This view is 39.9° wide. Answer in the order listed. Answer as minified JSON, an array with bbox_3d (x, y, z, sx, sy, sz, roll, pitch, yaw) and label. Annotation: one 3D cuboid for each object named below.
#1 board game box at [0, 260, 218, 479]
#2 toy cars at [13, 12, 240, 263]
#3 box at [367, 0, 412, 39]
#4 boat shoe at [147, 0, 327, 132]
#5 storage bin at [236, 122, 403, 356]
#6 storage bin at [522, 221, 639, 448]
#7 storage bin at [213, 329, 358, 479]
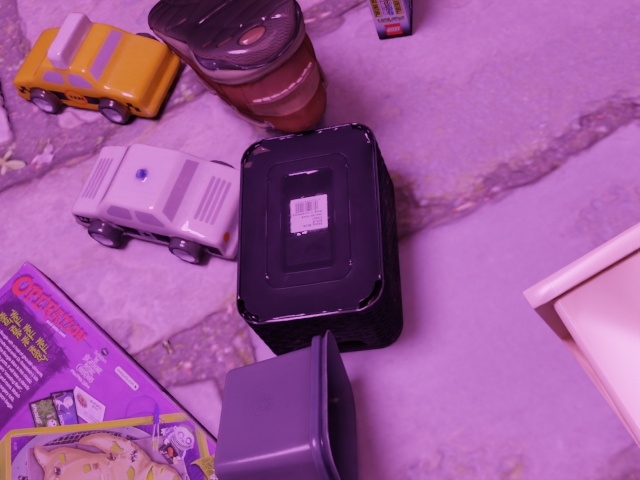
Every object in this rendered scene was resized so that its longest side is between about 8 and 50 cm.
[{"bbox_3d":[-0.220,0.189,0.750,0.347,0.056,0.208,37,82,30],"label":"board game box"},{"bbox_3d":[-0.206,-0.122,0.892,0.176,0.087,0.393,-33,57,-1],"label":"toy cars"},{"bbox_3d":[0.067,-0.323,0.901,0.036,0.114,0.207,-5,61,15],"label":"box"},{"bbox_3d":[-0.081,-0.186,0.859,0.123,0.120,0.324,-33,32,1],"label":"boat shoe"},{"bbox_3d":[0.000,0.000,0.760,0.122,0.084,0.180,-9,60,13],"label":"storage bin"},{"bbox_3d":[0.294,0.050,0.505,0.262,0.260,0.123,-34,56,13],"label":"storage bin"},{"bbox_3d":[-0.024,0.147,0.669,0.091,0.098,0.135,-13,33,10],"label":"storage bin"}]
